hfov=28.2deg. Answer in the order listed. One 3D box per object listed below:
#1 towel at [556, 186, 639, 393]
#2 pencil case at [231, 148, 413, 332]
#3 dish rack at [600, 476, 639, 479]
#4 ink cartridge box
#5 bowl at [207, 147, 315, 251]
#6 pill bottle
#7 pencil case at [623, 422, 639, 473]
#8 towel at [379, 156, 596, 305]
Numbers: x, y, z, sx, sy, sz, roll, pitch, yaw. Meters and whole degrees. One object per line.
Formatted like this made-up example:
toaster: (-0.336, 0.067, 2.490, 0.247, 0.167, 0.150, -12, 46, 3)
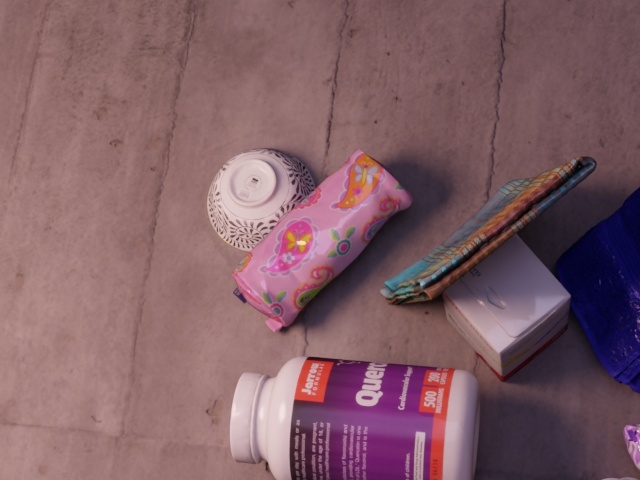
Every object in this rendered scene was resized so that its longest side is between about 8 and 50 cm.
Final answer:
towel: (0.452, 0.040, 1.681, 0.076, 0.308, 0.228, -10, 63, -41)
pencil case: (0.000, 0.000, 1.850, 0.124, 0.124, 0.284, 42, 83, 19)
dish rack: (0.392, 0.463, 1.583, 0.285, 0.072, 0.333, -19, 65, -31)
ink cartridge box: (0.253, 0.091, 1.742, 0.127, 0.176, 0.128, -38, 71, -4)
bowl: (-0.096, -0.074, 1.906, 0.170, 0.080, 0.170, -3, 71, 9)
pill bottle: (0.049, 0.252, 1.720, 0.323, 0.181, 0.182, 4, 73, 10)
pencil case: (0.501, 0.247, 1.697, 0.206, 0.088, 0.086, -23, 29, -2)
towel: (0.209, -0.009, 1.687, 0.271, 0.370, 0.040, -39, 90, -5)
